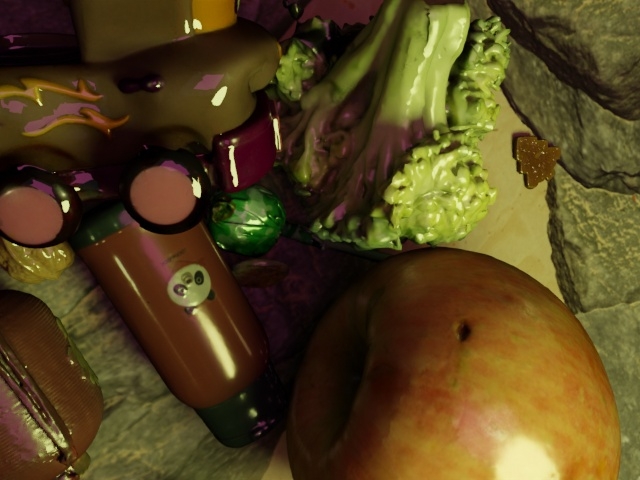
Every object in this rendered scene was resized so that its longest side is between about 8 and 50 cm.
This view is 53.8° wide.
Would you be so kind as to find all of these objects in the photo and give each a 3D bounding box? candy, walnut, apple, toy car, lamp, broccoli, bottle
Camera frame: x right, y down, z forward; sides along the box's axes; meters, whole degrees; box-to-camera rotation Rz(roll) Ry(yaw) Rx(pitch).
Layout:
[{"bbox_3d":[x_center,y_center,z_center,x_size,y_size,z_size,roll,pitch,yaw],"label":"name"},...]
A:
[{"bbox_3d":[0.001,-0.002,0.842,0.323,0.097,0.097,15,89,-29],"label":"candy"},{"bbox_3d":[-0.327,0.005,0.717,0.079,0.082,0.096,-27,105,13],"label":"walnut"},{"bbox_3d":[0.150,0.214,0.746,0.346,0.391,0.392,28,85,-18],"label":"apple"},{"bbox_3d":[-0.206,-0.158,0.600,0.340,0.271,0.240,-9,120,-4],"label":"toy car"},{"bbox_3d":[-0.337,0.157,0.669,0.180,0.180,0.258,-31,106,-15],"label":"lamp"},{"bbox_3d":[0.070,-0.155,0.706,0.293,0.281,0.348,18,45,-4],"label":"broccoli"},{"bbox_3d":[-0.153,0.095,0.750,0.144,0.144,0.336,-31,104,-15],"label":"bottle"}]

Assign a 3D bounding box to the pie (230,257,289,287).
[{"bbox_3d":[-0.078,0.040,0.812,0.084,0.084,0.021,1,65,-20],"label":"pie"}]

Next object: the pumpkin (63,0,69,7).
[{"bbox_3d":[-0.240,-0.320,0.660,0.139,0.190,0.280,-45,108,-12],"label":"pumpkin"}]

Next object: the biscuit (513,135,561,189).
[{"bbox_3d":[0.328,-0.126,0.972,0.092,0.016,0.082,38,86,-17],"label":"biscuit"}]
